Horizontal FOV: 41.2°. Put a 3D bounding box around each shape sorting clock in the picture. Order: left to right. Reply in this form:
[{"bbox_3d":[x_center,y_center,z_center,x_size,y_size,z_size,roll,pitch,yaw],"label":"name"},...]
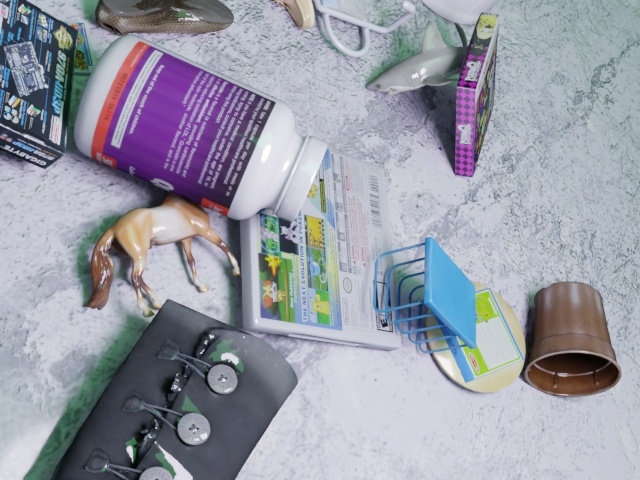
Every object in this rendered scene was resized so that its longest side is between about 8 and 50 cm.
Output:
[{"bbox_3d":[0.272,0.167,1.495,0.206,0.040,0.206,15,59,-25],"label":"shape sorting clock"}]

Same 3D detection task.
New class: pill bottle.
[{"bbox_3d":[-0.162,-0.144,1.184,0.323,0.181,0.181,24,57,-5],"label":"pill bottle"}]

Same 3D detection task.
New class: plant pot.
[{"bbox_3d":[0.456,0.174,1.554,0.167,0.167,0.165,27,50,-24],"label":"plant pot"}]

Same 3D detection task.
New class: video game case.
[{"bbox_3d":[-0.392,-0.285,1.240,0.122,0.011,0.087,-4,72,-36],"label":"video game case"},{"bbox_3d":[0.000,0.000,1.358,0.300,0.036,0.328,14,63,-38],"label":"video game case"},{"bbox_3d":[0.294,-0.271,1.601,0.042,0.232,0.210,11,55,16],"label":"video game case"}]

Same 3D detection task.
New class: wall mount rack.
[{"bbox_3d":[0.028,-0.524,1.548,0.304,0.130,0.349,8,64,-42],"label":"wall mount rack"}]

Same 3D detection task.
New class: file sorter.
[{"bbox_3d":[0.170,0.096,1.374,0.170,0.105,0.118,43,43,-43],"label":"file sorter"}]

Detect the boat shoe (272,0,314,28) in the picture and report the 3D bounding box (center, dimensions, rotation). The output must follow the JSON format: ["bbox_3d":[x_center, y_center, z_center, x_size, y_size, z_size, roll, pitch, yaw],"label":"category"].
[{"bbox_3d":[-0.068,-0.450,1.516,0.059,0.063,0.170,-25,87,-25],"label":"boat shoe"}]

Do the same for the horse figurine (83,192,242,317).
[{"bbox_3d":[-0.224,0.005,1.200,0.263,0.066,0.174,-25,93,-42],"label":"horse figurine"}]

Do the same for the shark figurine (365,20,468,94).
[{"bbox_3d":[0.227,-0.358,1.596,0.278,0.166,0.116,-29,110,-37],"label":"shark figurine"}]

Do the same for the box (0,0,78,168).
[{"bbox_3d":[-0.413,-0.226,1.117,0.175,0.051,0.220,26,50,-43],"label":"box"}]

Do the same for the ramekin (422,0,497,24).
[{"bbox_3d":[0.302,-0.611,1.793,0.277,0.135,0.277,14,63,-30],"label":"ramekin"}]

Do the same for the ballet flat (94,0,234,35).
[{"bbox_3d":[-0.246,-0.355,1.353,0.250,0.058,0.084,-15,58,-44],"label":"ballet flat"}]

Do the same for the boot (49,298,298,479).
[{"bbox_3d":[-0.139,0.324,1.021,0.367,0.146,0.445,36,43,-7],"label":"boot"}]
